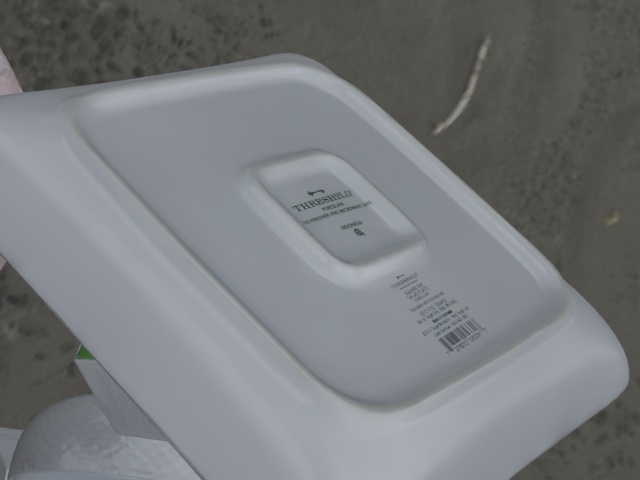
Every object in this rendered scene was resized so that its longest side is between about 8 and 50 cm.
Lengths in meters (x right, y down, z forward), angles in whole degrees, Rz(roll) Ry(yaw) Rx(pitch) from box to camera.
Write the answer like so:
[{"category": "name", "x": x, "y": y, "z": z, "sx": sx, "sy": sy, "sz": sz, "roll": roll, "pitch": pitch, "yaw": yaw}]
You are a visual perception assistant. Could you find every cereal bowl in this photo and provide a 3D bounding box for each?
[{"category": "cereal bowl", "x": -0.229, "y": 0.276, "z": 1.510, "sx": 0.339, "sy": 0.339, "sz": 0.141, "roll": 15, "pitch": 65, "yaw": -20}]

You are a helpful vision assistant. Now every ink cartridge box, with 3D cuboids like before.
[{"category": "ink cartridge box", "x": -0.087, "y": 0.120, "z": 0.960, "sx": 0.209, "sy": 0.109, "sz": 0.062, "roll": 5, "pitch": 47, "yaw": 20}]

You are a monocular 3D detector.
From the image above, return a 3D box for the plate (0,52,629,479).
[{"category": "plate", "x": 0.000, "y": 0.000, "z": 0.537, "sx": 0.278, "sy": 0.045, "sz": 0.277, "roll": 44, "pitch": 34, "yaw": 20}]

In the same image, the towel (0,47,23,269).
[{"category": "towel", "x": -0.404, "y": -0.094, "z": 1.215, "sx": 0.053, "sy": 0.317, "sz": 0.332, "roll": -4, "pitch": 55, "yaw": -45}]

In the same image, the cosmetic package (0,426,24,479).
[{"category": "cosmetic package", "x": -0.493, "y": 0.386, "z": 1.919, "sx": 0.117, "sy": 0.231, "sz": 0.085, "roll": 11, "pitch": 95, "yaw": -24}]
